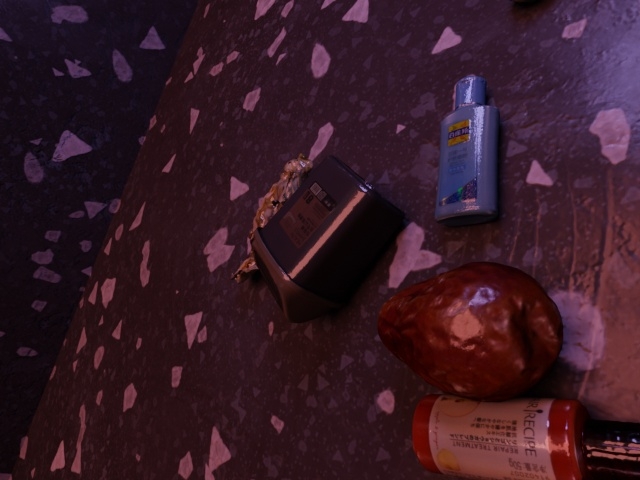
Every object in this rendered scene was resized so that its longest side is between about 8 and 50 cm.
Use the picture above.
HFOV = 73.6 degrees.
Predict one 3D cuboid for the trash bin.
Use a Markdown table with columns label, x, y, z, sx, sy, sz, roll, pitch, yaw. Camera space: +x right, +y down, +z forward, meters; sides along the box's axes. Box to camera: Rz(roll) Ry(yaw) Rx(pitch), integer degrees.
| label | x | y | z | sx | sy | sz | roll | pitch | yaw |
| --- | --- | --- | --- | --- | --- | --- | --- | --- | --- |
| trash bin | 0.000 | 0.000 | 0.836 | 0.290 | 0.182 | 0.209 | -50 | 44 | 12 |

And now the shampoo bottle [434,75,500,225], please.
| label | x | y | z | sx | sy | sz | roll | pitch | yaw |
| --- | --- | --- | --- | --- | --- | --- | --- | --- | --- |
| shampoo bottle | 0.249 | -0.155 | 0.722 | 0.104 | 0.061 | 0.258 | -8 | 68 | 45 |

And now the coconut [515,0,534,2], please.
| label | x | y | z | sx | sy | sz | roll | pitch | yaw |
| --- | --- | --- | --- | --- | --- | --- | --- | --- | --- |
| coconut | 0.351 | -0.447 | 0.726 | 0.083 | 0.081 | 0.082 | -44 | 22 | -26 |

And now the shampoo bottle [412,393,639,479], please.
| label | x | y | z | sx | sy | sz | roll | pitch | yaw |
| --- | --- | --- | --- | --- | --- | --- | --- | --- | --- |
| shampoo bottle | 0.256 | 0.244 | 0.517 | 0.278 | 0.104 | 0.104 | -16 | 63 | 41 |

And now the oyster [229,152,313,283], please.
| label | x | y | z | sx | sy | sz | roll | pitch | yaw |
| --- | --- | --- | --- | --- | --- | --- | --- | --- | --- |
| oyster | -0.102 | -0.039 | 1.026 | 0.354 | 0.107 | 0.201 | -57 | 21 | 30 |

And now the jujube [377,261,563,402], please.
| label | x | y | z | sx | sy | sz | roll | pitch | yaw |
| --- | --- | --- | --- | --- | --- | --- | --- | --- | --- |
| jujube | 0.187 | 0.118 | 0.587 | 0.255 | 0.190 | 0.189 | -6 | 69 | 56 |
